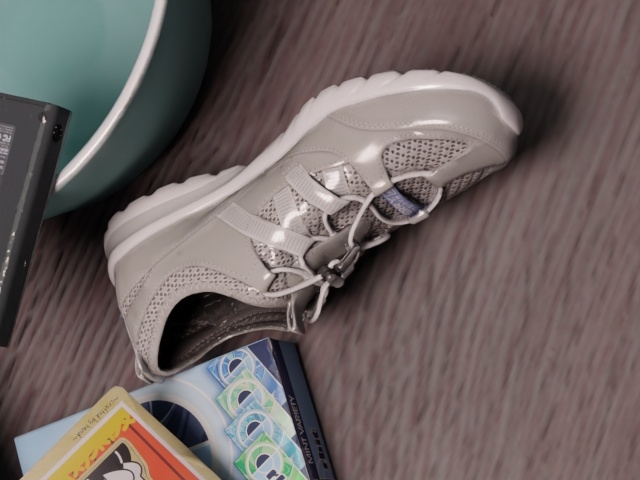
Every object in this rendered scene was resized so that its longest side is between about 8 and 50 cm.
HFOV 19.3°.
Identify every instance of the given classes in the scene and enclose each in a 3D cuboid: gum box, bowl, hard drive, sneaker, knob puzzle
[{"bbox_3d":[-0.081,0.163,1.125,0.184,0.041,0.157,-23,73,20],"label":"gum box"},{"bbox_3d":[-0.192,-0.135,1.161,0.311,0.163,0.311,-4,79,23],"label":"bowl"},{"bbox_3d":[-0.197,-0.017,1.040,0.094,0.022,0.135,13,87,26],"label":"hard drive"},{"bbox_3d":[0.000,0.000,1.076,0.281,0.105,0.115,-28,52,29],"label":"sneaker"},{"bbox_3d":[-0.098,0.201,1.028,0.213,0.030,0.213,7,68,-18],"label":"knob puzzle"}]
